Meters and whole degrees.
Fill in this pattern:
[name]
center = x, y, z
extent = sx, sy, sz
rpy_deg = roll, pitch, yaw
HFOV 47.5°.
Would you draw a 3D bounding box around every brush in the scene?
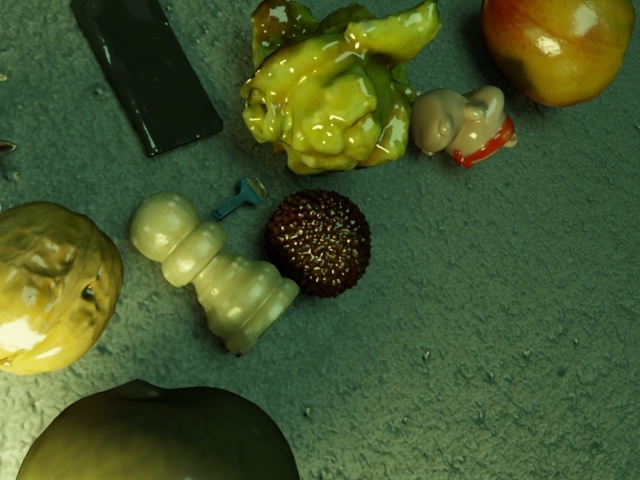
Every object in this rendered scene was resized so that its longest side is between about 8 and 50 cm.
[brush]
center = -0.129, -0.064, 1.153
extent = 0.051, 0.014, 0.164
rpy_deg = 51, 31, -5

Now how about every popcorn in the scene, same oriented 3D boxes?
[popcorn]
center = 0.043, -0.251, 1.187
extent = 0.325, 0.321, 0.290
rpy_deg = -47, 139, -52

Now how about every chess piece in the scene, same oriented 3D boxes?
[chess piece]
center = -0.171, 0.038, 1.071
extent = 0.261, 0.143, 0.142
rpy_deg = 42, 58, -7

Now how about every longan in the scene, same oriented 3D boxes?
[longan]
center = -0.188, 0.315, 0.884
extent = 0.350, 0.288, 0.288
rpy_deg = 14, 68, -18

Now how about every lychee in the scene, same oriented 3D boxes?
[lychee]
center = 0.000, 0.000, 1.158
extent = 0.188, 0.188, 0.188
rpy_deg = 10, 70, -29

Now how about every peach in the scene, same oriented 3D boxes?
[peach]
center = 0.485, -0.440, 1.541
extent = 0.308, 0.289, 0.288
rpy_deg = 8, 69, 0

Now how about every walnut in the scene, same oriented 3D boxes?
[walnut]
center = -0.353, 0.056, 0.916
extent = 0.195, 0.195, 0.221
rpy_deg = 35, 58, -18

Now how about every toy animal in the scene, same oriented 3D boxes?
[toy animal]
center = 0.276, -0.223, 1.408
extent = 0.198, 0.171, 0.171
rpy_deg = 8, 71, -27

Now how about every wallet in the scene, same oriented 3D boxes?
[wallet]
center = -0.275, -0.279, 1.162
extent = 0.146, 0.030, 0.285
rpy_deg = -28, 89, -32

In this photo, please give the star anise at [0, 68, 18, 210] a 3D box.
[star anise]
center = -0.502, -0.122, 0.940
extent = 0.230, 0.081, 0.262
rpy_deg = 36, 71, -17
